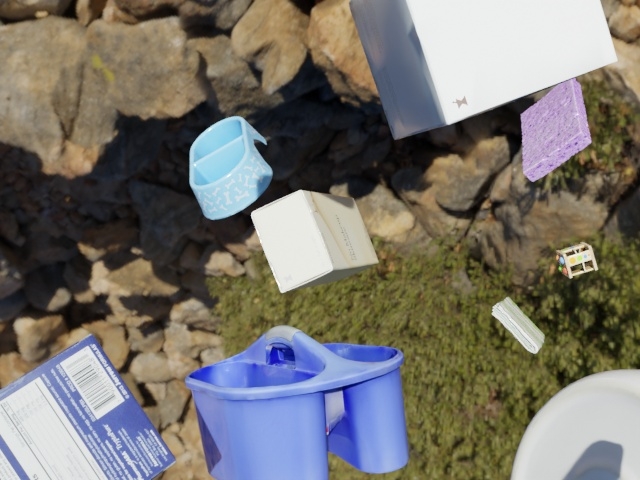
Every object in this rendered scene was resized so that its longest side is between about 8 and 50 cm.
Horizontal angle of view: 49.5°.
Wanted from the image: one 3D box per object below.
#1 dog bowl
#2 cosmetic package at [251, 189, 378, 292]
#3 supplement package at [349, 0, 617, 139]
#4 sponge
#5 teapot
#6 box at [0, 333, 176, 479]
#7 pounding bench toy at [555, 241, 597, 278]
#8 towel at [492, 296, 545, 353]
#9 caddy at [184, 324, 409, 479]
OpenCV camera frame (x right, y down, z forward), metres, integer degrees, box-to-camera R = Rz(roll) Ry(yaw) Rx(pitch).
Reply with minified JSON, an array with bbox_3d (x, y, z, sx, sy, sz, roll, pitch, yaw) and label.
[{"bbox_3d":[-0.194,-0.161,1.438,0.165,0.297,0.074,-28,124,9],"label":"dog bowl"},{"bbox_3d":[0.000,0.000,1.356,0.113,0.309,0.160,-24,84,18],"label":"cosmetic package"},{"bbox_3d":[0.173,-0.252,0.829,0.197,0.262,0.200,-20,97,-4],"label":"supplement package"},{"bbox_3d":[0.404,-0.198,1.208,0.031,0.210,0.117,38,128,-17],"label":"sponge"},{"bbox_3d":[0.299,0.235,0.572,0.187,0.256,0.252,16,149,-24],"label":"teapot"},{"bbox_3d":[-0.247,0.193,0.557,0.136,0.225,0.036,57,146,0],"label":"box"},{"bbox_3d":[0.518,0.038,1.429,0.065,0.083,0.052,-18,98,5],"label":"pounding bench toy"},{"bbox_3d":[0.381,0.162,1.334,0.023,0.152,0.113,-44,75,17],"label":"towel"},{"bbox_3d":[-0.034,0.198,0.896,0.241,0.179,0.341,-9,179,-28],"label":"caddy"}]
